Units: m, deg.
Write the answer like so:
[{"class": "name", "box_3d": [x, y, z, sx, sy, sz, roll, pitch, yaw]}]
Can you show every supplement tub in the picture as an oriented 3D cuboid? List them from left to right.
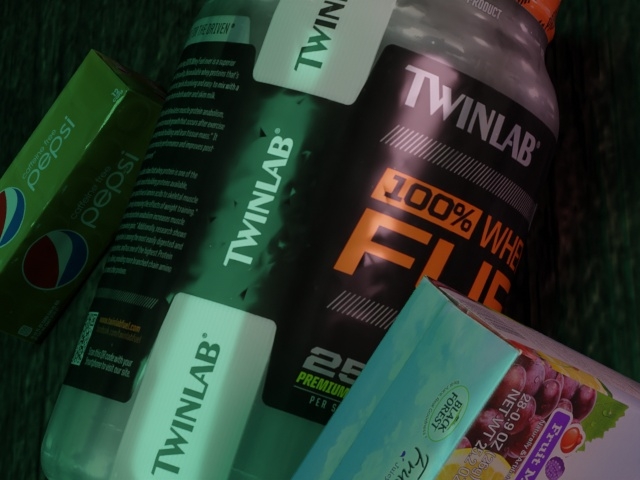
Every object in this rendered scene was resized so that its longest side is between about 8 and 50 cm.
[{"class": "supplement tub", "box_3d": [0.000, 0.000, 0.882, 0.193, 0.193, 0.316, 12, 81, 44]}]

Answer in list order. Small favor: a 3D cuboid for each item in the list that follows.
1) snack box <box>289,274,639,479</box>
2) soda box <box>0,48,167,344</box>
[{"class": "snack box", "box_3d": [0.077, 0.130, 0.744, 0.070, 0.207, 0.174, 40, 100, 44]}, {"class": "soda box", "box_3d": [-0.163, -0.027, 1.132, 0.181, 0.061, 0.058, -54, 45, 9]}]
